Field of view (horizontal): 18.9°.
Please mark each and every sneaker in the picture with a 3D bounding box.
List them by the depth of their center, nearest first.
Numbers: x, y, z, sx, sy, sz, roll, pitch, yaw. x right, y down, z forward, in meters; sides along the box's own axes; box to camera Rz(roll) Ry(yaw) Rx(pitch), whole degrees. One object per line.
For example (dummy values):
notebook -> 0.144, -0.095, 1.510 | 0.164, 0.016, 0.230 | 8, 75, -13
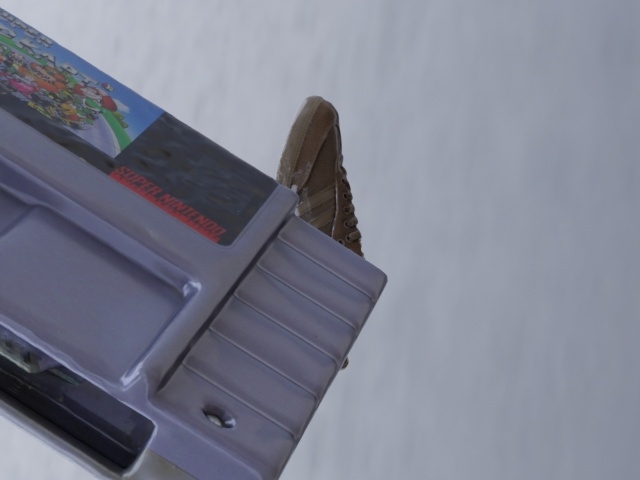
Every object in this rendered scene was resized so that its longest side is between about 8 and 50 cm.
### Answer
sneaker -> 0.000, 0.000, 1.231 | 0.066, 0.071, 0.188 | 89, -167, -71

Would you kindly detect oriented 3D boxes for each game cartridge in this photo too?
game cartridge -> -0.147, -0.029, 0.823 | 0.068, 0.355, 0.230 | -58, -1, 28
